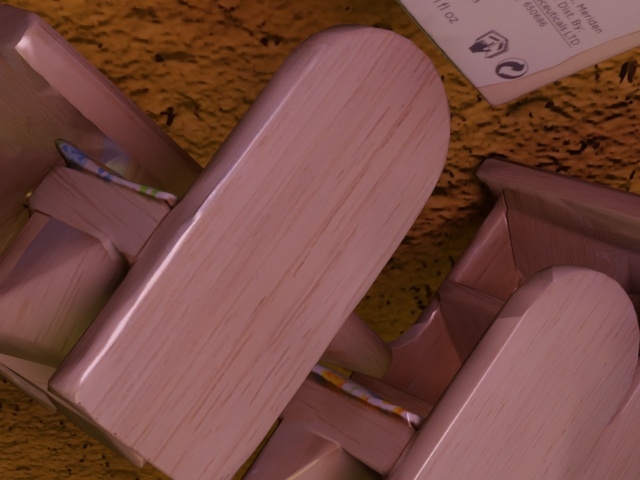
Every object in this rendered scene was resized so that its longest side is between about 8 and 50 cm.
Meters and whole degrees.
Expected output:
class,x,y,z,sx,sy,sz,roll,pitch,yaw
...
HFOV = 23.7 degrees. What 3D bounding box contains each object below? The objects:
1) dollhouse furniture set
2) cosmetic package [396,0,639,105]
class,x,y,z,sx,sy,sz,roll,pitch,yaw
dollhouse furniture set,0.000,0.000,0.674,0.362,0.256,0.394,20,161,50
cosmetic package,0.163,-0.188,0.532,0.309,0.160,0.113,-20,139,26
